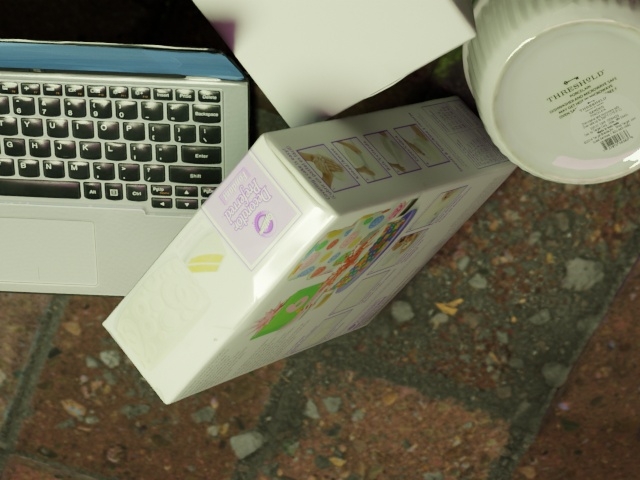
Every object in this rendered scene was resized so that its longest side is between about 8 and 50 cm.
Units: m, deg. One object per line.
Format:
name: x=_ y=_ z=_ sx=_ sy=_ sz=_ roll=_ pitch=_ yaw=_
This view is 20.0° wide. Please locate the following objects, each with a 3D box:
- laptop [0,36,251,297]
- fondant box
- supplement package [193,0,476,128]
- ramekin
laptop: x=-0.259 y=-0.053 z=1.580 sx=0.382 sy=0.236 sz=0.408 roll=3 pitch=125 yaw=2
fondant box: x=0.000 y=0.000 z=1.557 sx=0.096 sy=0.330 sz=0.238 roll=50 pitch=120 yaw=13
supplement package: x=-0.025 y=-0.268 z=1.452 sx=0.177 sy=0.175 sz=0.293 roll=-28 pitch=119 yaw=18
ramekin: x=0.227 y=-0.146 z=1.567 sx=0.207 sy=0.109 sz=0.207 roll=1 pitch=125 yaw=2
